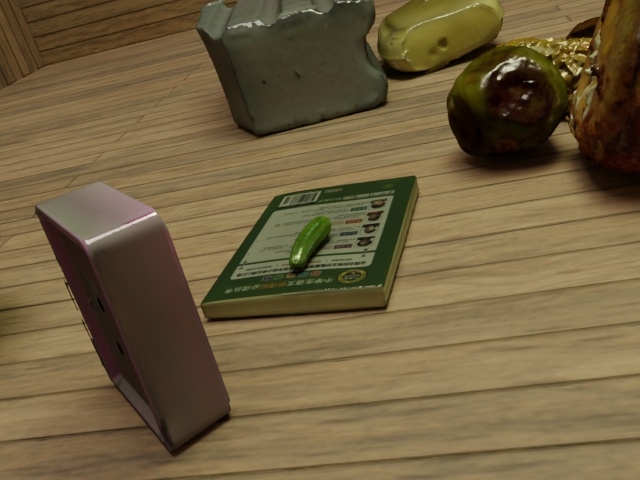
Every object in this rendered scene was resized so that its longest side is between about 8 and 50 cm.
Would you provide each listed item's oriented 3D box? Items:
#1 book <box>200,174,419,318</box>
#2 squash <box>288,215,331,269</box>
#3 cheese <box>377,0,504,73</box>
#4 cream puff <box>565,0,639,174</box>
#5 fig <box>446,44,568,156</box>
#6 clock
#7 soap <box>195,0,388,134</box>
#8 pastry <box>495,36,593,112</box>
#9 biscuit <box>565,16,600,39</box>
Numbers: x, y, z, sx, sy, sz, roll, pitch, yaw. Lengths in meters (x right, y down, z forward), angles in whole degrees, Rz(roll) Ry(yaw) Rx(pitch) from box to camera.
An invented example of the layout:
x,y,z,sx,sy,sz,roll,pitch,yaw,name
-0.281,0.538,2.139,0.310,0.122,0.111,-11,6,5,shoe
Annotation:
x,y,z,sx,sy,sz,roll,pitch,yaw,name
0.000,0.000,0.791,0.202,0.027,0.264,-6,27,18,book
-0.013,0.001,0.733,0.027,0.027,0.089,0,30,29,squash
0.238,-0.461,1.455,0.259,0.128,0.316,-17,24,2,cheese
0.369,-0.186,0.735,0.164,0.240,0.240,14,34,15,cream puff
0.241,-0.185,0.887,0.144,0.154,0.166,26,46,-4,fig
-0.158,0.058,0.573,0.063,0.197,0.150,-28,28,-27,clock
-0.060,-0.392,1.386,0.350,0.213,0.435,-13,26,1,soap
0.337,-0.241,0.993,0.250,0.102,0.154,11,33,39,pastry
0.461,-0.283,1.019,0.176,0.031,0.228,22,-6,-7,biscuit
